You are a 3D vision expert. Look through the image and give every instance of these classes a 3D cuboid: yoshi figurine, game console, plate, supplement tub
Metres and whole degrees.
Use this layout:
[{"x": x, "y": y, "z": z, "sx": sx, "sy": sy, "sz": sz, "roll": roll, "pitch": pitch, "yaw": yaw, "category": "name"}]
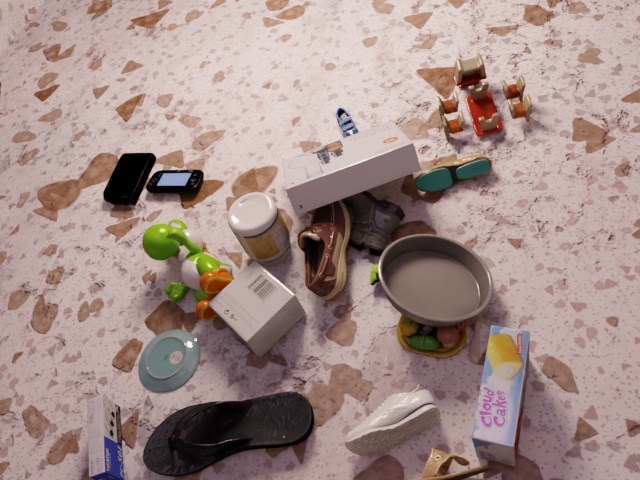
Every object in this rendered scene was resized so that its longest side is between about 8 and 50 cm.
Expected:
[{"x": -0.406, "y": 0.065, "z": 1.766, "sx": 0.203, "sy": 0.203, "sz": 0.362, "roll": -41, "pitch": 52, "yaw": -4, "category": "yoshi figurine"}, {"x": -0.571, "y": -0.218, "z": 2.099, "sx": 0.362, "sy": 0.044, "sz": 0.213, "roll": 2, "pitch": 57, "yaw": 18, "category": "game console"}, {"x": -0.428, "y": 0.330, "z": 1.690, "sx": 0.188, "sy": 0.024, "sz": 0.188, "roll": -9, "pitch": 54, "yaw": 12, "category": "plate"}, {"x": -0.171, "y": -0.028, "z": 1.748, "sx": 0.144, "sy": 0.199, "sz": 0.144, "roll": -8, "pitch": 55, "yaw": 11, "category": "supplement tub"}]

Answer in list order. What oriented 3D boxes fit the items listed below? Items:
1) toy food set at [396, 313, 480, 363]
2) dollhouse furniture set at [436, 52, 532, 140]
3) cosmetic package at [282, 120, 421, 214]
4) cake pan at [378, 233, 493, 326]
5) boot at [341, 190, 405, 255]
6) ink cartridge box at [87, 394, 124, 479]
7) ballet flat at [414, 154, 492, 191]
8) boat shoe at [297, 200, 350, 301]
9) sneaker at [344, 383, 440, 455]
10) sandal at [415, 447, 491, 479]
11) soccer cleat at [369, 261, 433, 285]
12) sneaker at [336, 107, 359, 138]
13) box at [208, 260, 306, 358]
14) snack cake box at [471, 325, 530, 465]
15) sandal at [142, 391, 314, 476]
[{"x": 0.295, "y": 0.222, "z": 1.514, "sx": 0.218, "sy": 0.071, "sz": 0.128, "roll": 7, "pitch": 59, "yaw": 21, "category": "toy food set"}, {"x": 0.499, "y": -0.443, "z": 1.900, "sx": 0.262, "sy": 0.135, "sz": 0.259, "roll": -13, "pitch": 65, "yaw": 8, "category": "dollhouse furniture set"}, {"x": 0.079, "y": -0.224, "z": 1.798, "sx": 0.377, "sy": 0.097, "sz": 0.284, "roll": -20, "pitch": 26, "yaw": 2, "category": "cosmetic package"}, {"x": 0.289, "y": 0.104, "z": 1.539, "sx": 0.293, "sy": 0.054, "sz": 0.293, "roll": 3, "pitch": 45, "yaw": -3, "category": "cake pan"}, {"x": 0.111, "y": -0.061, "z": 1.765, "sx": 0.247, "sy": 0.083, "sz": 0.161, "roll": 26, "pitch": 74, "yaw": 32, "category": "boot"}, {"x": -0.554, "y": 0.514, "z": 1.556, "sx": 0.046, "sy": 0.097, "sz": 0.207, "roll": -20, "pitch": 53, "yaw": 3, "category": "ink cartridge box"}, {"x": 0.388, "y": -0.200, "z": 1.789, "sx": 0.232, "sy": 0.080, "sz": 0.073, "roll": -14, "pitch": 26, "yaw": 5, "category": "ballet flat"}, {"x": 0.000, "y": 0.000, "z": 1.704, "sx": 0.123, "sy": 0.123, "sz": 0.341, "roll": -26, "pitch": 50, "yaw": 41, "category": "boat shoe"}, {"x": 0.161, "y": 0.423, "z": 1.421, "sx": 0.235, "sy": 0.090, "sz": 0.094, "roll": -23, "pitch": 40, "yaw": -4, "category": "sneaker"}, {"x": 0.246, "y": 0.499, "z": 1.329, "sx": 0.240, "sy": 0.088, "sz": 0.079, "roll": -22, "pitch": 59, "yaw": 8, "category": "sandal"}, {"x": 0.219, "y": 0.110, "z": 1.630, "sx": 0.179, "sy": 0.060, "sz": 0.072, "roll": 11, "pitch": 80, "yaw": 23, "category": "soccer cleat"}, {"x": 0.087, "y": -0.384, "z": 2.003, "sx": 0.053, "sy": 0.059, "sz": 0.144, "roll": -25, "pitch": 54, "yaw": -4, "category": "sneaker"}, {"x": -0.172, "y": 0.187, "z": 1.651, "sx": 0.182, "sy": 0.119, "sz": 0.181, "roll": -44, "pitch": 56, "yaw": -14, "category": "box"}, {"x": 0.407, "y": 0.344, "z": 1.347, "sx": 0.089, "sy": 0.152, "sz": 0.264, "roll": 7, "pitch": 58, "yaw": 21, "category": "snack cake box"}, {"x": -0.241, "y": 0.457, "z": 1.493, "sx": 0.446, "sy": 0.107, "sz": 0.167, "roll": -17, "pitch": 53, "yaw": 6, "category": "sandal"}]
